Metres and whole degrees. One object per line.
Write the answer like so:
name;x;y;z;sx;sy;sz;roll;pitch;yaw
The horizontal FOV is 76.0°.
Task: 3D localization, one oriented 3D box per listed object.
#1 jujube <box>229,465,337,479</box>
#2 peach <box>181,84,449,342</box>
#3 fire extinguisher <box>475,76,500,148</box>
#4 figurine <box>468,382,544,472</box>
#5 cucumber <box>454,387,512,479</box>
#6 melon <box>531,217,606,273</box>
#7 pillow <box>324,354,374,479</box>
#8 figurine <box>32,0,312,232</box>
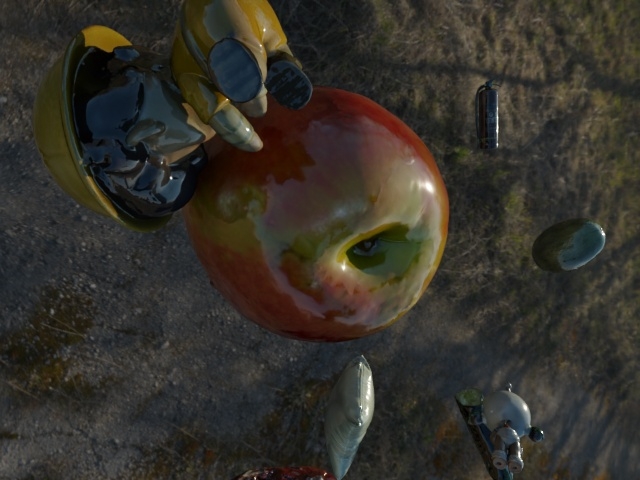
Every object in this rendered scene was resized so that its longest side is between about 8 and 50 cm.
jujube;-0.107;0.766;1.120;0.377;0.277;0.276;5;90;-31
peach;-0.018;-0.043;0.612;0.389;0.389;0.387;-4;97;-42
fire extinguisher;0.386;-0.292;0.945;0.064;0.043;0.158;-8;103;-7
figurine;0.387;0.394;0.858;0.197;0.147;0.093;-55;148;-50
cucumber;0.433;0.512;1.069;0.075;0.074;0.241;-10;72;-41
melon;0.565;0.015;0.947;0.114;0.167;0.114;23;43;-24
pillow;0.053;0.357;0.814;0.078;0.144;0.253;5;130;-7
figurine;-0.144;-0.125;0.377;0.167;0.257;0.192;49;26;-19
